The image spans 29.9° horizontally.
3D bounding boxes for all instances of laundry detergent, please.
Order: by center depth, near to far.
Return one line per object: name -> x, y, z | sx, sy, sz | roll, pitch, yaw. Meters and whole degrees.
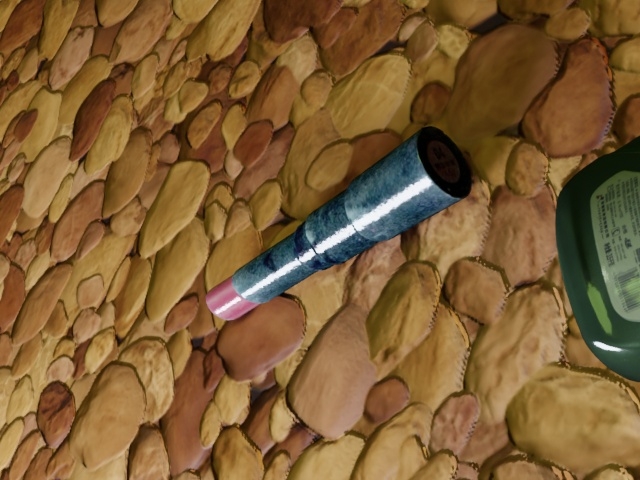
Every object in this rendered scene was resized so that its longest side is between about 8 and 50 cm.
laundry detergent -> 0.224, -0.025, 0.583 | 0.222, 0.078, 0.144 | -33, 42, 32

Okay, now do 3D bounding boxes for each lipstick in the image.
lipstick -> 0.000, 0.000, 0.842 | 0.234, 0.053, 0.053 | -32, 47, 35
